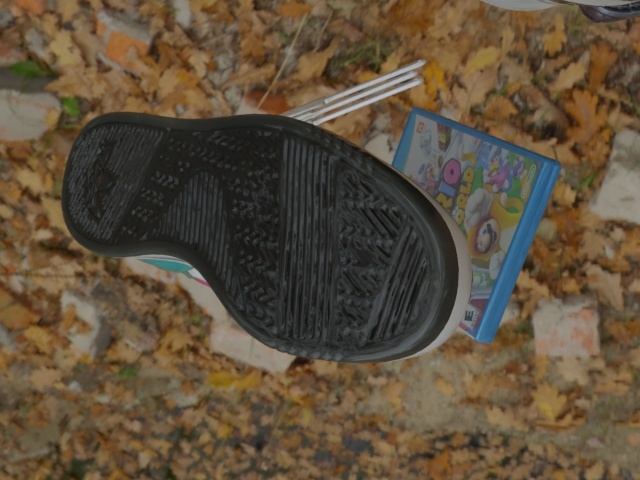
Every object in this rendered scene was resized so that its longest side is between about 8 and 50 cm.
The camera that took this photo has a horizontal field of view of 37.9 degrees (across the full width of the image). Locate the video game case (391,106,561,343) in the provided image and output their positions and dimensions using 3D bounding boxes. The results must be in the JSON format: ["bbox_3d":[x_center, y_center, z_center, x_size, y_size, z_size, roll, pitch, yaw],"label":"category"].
[{"bbox_3d":[0.086,-0.018,0.629,0.015,0.166,0.119,13,102,-27],"label":"video game case"}]

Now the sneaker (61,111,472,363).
[{"bbox_3d":[0.000,0.000,0.532,0.295,0.178,0.124,20,98,44],"label":"sneaker"}]

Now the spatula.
[{"bbox_3d":[0.034,-0.190,1.300,0.242,0.168,0.019,-19,108,14],"label":"spatula"}]

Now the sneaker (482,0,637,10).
[{"bbox_3d":[0.001,-0.262,0.404,0.447,0.257,0.169,35,104,-12],"label":"sneaker"}]

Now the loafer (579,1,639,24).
[{"bbox_3d":[0.440,-0.356,1.199,0.109,0.302,0.095,49,162,8],"label":"loafer"}]
